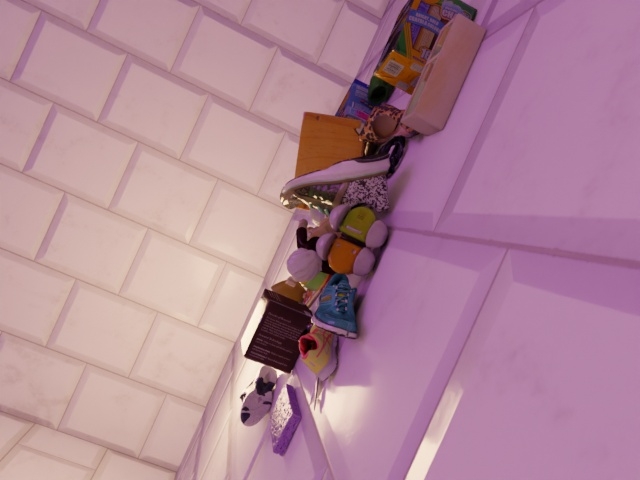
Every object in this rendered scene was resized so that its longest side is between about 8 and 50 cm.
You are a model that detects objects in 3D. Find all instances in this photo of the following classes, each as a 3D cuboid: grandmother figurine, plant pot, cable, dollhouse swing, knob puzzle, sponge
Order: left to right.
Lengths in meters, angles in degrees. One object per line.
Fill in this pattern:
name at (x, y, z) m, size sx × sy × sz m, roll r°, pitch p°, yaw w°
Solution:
sponge at (-0.101, 0.491, 1.385) m, size 0.117 × 0.031 × 0.210 m, roll -65°, pitch 10°, yaw 2°
plant pot at (-0.111, 0.198, 1.901) m, size 0.095 × 0.134 × 0.134 m, roll -39°, pitch 11°, yaw 0°
knob puzzle at (-0.027, 0.153, 1.794) m, size 0.213 × 0.029 × 0.213 m, roll -62°, pitch 10°, yaw 20°
grandmother figurine at (0.001, 0.030, 1.435) m, size 0.104 × 0.207 × 0.342 m, roll -58°, pitch -9°, yaw 26°
dollhouse swing at (0.051, -0.296, 1.905) m, size 0.305 × 0.314 × 0.347 m, roll -21°, pitch -57°, yaw -64°
cable at (0.211, -0.255, 1.508) m, size 0.151 × 0.047 × 0.184 m, roll -61°, pitch 12°, yaw -20°

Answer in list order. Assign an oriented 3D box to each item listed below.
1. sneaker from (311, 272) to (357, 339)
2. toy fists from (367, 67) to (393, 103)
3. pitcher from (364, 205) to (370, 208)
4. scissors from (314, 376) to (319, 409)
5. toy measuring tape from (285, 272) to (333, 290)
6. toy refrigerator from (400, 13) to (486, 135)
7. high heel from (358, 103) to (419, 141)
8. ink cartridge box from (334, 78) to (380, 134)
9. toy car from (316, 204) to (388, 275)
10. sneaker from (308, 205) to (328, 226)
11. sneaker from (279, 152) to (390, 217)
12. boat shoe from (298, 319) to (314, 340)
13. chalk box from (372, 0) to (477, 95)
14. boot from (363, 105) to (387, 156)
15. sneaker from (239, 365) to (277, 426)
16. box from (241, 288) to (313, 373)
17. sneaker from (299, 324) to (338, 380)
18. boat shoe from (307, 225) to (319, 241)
sneaker at (0.040, 0.153, 1.209) m, size 0.275 × 0.106 × 0.110 m, roll -106°, pitch 37°, yaw -74°
toy fists at (0.278, -0.671, 1.972) m, size 0.279 × 0.096 × 0.142 m, roll 131°, pitch 150°, yaw -54°
pitcher at (0.071, -0.138, 1.562) m, size 0.207 × 0.177 × 0.126 m, roll 164°, pitch 97°, yaw -76°
scissors at (-0.001, 0.313, 1.307) m, size 0.109 × 0.021 × 0.297 m, roll -61°, pitch 9°, yaw 15°
toy measuring tape at (-0.048, 0.129, 1.669) m, size 0.330 × 0.121 × 0.122 m, roll -39°, pitch 28°, yaw 53°
toy refrigerator at (0.299, -0.409, 1.243) m, size 0.270 × 0.094 × 0.102 m, roll -65°, pitch 10°, yaw -1°
high heel at (0.190, -0.314, 1.429) m, size 0.261 × 0.093 × 0.186 m, roll -25°, pitch 31°, yaw 39°
ink cartridge box at (0.139, -0.511, 2.169) m, size 0.270 × 0.151 × 0.396 m, roll -57°, pitch 12°, yaw 41°
toy car at (0.092, 0.004, 1.293) m, size 0.136 × 0.159 × 0.182 m, roll 21°, pitch -86°, yaw -64°
sneaker at (0.027, -0.073, 1.708) m, size 0.121 × 0.099 × 0.263 m, roll -62°, pitch 37°, yaw 41°
sneaker at (0.035, -0.113, 1.410) m, size 0.410 × 0.158 × 0.182 m, roll -13°, pitch 91°, yaw 48°
boat shoe at (-0.021, 0.248, 1.415) m, size 0.133 × 0.042 × 0.049 m, roll -59°, pitch 9°, yaw 30°
chalk box at (0.301, -0.581, 1.405) m, size 0.289 × 0.179 × 0.180 m, roll -66°, pitch 9°, yaw -9°
boot at (0.187, -0.340, 1.779) m, size 0.249 × 0.090 × 0.207 m, roll -85°, pitch 8°, yaw -53°
sneaker at (-0.231, 0.561, 1.717) m, size 0.235 × 0.094 × 0.153 m, roll -79°, pitch 15°, yaw -52°
box at (-0.144, 0.296, 1.646) m, size 0.203 × 0.166 × 0.168 m, roll -66°, pitch 14°, yaw 1°
sneaker at (-0.011, 0.257, 1.257) m, size 0.081 × 0.094 × 0.208 m, roll -50°, pitch 15°, yaw 12°
boat shoe at (0.000, 0.000, 1.816) m, size 0.098 × 0.109 × 0.302 m, roll -58°, pitch 17°, yaw 11°
